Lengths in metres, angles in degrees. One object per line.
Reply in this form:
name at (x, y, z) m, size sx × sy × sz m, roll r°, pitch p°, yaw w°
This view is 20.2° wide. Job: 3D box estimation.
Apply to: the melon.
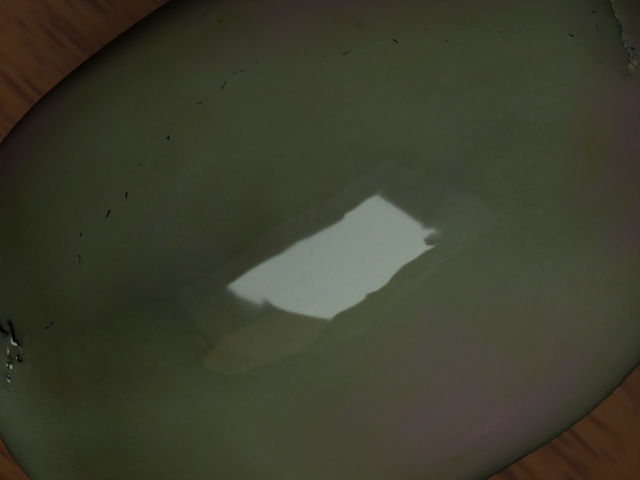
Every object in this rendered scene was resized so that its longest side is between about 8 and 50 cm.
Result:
melon at (0.000, 0.000, 0.699) m, size 0.317 × 0.223 × 0.223 m, roll -24°, pitch 102°, yaw 21°
